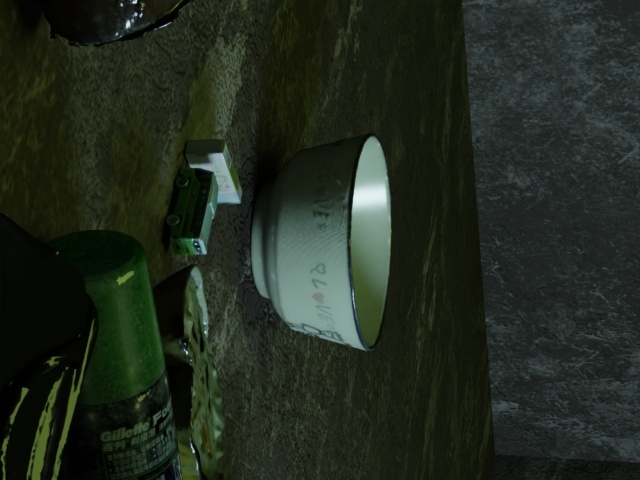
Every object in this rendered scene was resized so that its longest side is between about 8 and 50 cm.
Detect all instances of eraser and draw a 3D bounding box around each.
[{"bbox_3d":[-0.099,-0.064,1.581,0.083,0.038,0.019,74,17,-56],"label":"eraser"}]

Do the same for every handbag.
[{"bbox_3d":[-0.208,0.118,0.993,0.244,0.088,0.275,55,37,-64],"label":"handbag"}]

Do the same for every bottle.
[{"bbox_3d":[-0.151,0.155,1.254,0.093,0.093,0.330,-66,154,-60],"label":"bottle"}]

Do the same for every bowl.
[{"bbox_3d":[0.000,0.000,1.829,0.238,0.126,0.238,2,90,-77],"label":"bowl"}]

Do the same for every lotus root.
[{"bbox_3d":[-0.129,0.124,1.400,0.203,0.078,0.183,83,3,-49],"label":"lotus root"}]

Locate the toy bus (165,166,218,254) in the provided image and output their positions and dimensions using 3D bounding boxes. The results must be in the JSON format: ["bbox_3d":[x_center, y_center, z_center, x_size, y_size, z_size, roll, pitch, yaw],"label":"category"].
[{"bbox_3d":[-0.115,-0.027,1.520,0.031,0.037,0.083,76,20,-52],"label":"toy bus"}]

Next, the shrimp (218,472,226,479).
[{"bbox_3d":[-0.127,0.253,1.507,0.166,0.049,0.161,64,31,-49],"label":"shrimp"}]

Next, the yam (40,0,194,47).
[{"bbox_3d":[-0.156,-0.273,1.120,0.131,0.131,0.280,-74,160,-48],"label":"yam"}]
